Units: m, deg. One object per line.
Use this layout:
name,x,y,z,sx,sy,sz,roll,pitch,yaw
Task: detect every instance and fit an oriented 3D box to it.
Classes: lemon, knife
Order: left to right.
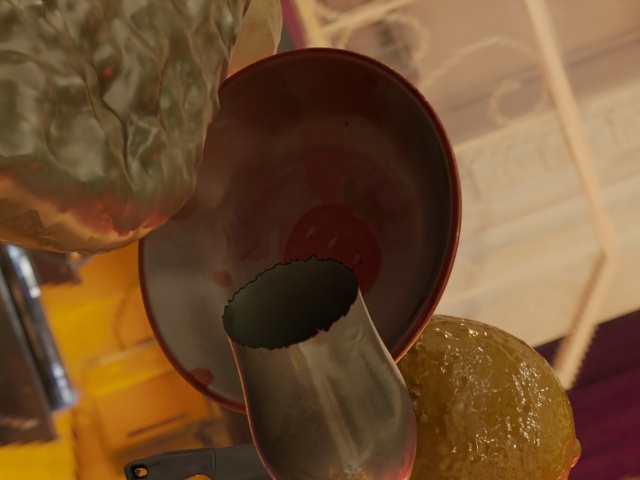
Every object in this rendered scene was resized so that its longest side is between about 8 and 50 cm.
knife,-0.092,0.210,1.696,0.019,0.313,0.044,14,71,-39
lemon,0.135,0.193,1.795,0.253,0.228,0.228,27,9,-6

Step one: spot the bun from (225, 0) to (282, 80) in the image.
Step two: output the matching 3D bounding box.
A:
bun,-0.202,-0.198,1.483,0.361,0.213,0.361,31,6,-3

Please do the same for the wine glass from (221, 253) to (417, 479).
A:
wine glass,0.011,0.110,1.013,0.093,0.093,0.202,-106,178,-57

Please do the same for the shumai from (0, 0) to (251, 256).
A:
shumai,-0.192,-0.111,0.565,0.309,0.263,0.304,-3,77,-62

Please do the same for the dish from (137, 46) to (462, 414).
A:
dish,0.000,0.000,1.280,0.085,0.260,0.260,23,43,-56
